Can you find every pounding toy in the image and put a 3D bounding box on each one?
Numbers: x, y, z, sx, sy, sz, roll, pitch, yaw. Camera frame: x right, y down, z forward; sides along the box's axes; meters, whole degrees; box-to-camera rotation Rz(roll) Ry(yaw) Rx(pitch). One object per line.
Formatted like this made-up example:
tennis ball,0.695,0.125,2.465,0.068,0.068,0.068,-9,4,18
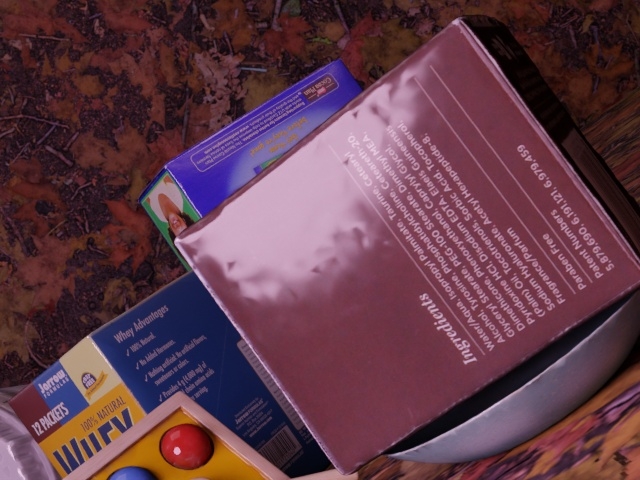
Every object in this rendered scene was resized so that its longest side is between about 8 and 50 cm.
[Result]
pounding toy,-0.074,0.173,0.756,0.130,0.141,0.100,-36,-28,-41

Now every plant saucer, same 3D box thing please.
plant saucer,0.122,0.079,0.673,0.195,0.037,0.195,-35,0,0

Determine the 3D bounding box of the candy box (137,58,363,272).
candy box,0.000,0.000,1.309,0.268,0.317,0.122,-35,-3,-29

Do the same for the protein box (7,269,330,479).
protein box,-0.108,0.147,0.985,0.136,0.201,0.200,-37,-1,39

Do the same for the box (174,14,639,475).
box,0.063,-0.005,0.681,0.203,0.167,0.168,-36,-1,18

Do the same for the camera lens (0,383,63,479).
camera lens,-0.304,0.258,1.178,0.219,0.219,0.274,-36,-12,13
